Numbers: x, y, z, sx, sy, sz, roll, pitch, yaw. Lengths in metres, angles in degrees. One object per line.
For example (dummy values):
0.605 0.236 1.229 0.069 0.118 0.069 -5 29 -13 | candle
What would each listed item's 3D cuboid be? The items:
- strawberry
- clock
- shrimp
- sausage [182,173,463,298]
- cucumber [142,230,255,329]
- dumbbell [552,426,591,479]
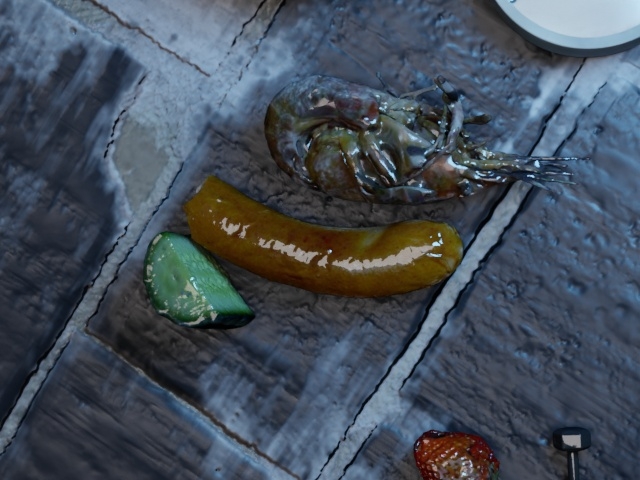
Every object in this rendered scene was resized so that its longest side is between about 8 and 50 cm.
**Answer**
0.142 0.239 1.344 0.096 0.083 0.083 43 98 15 | strawberry
0.277 -0.306 1.304 0.230 0.083 0.230 0 93 8 | clock
0.106 -0.103 1.319 0.343 0.116 0.145 9 100 13 | shrimp
0.000 0.005 1.361 0.302 0.076 0.103 12 94 9 | sausage
-0.139 0.053 1.374 0.062 0.115 0.116 -38 77 9 | cucumber
0.267 0.240 1.341 0.036 0.040 0.083 -3 91 42 | dumbbell
